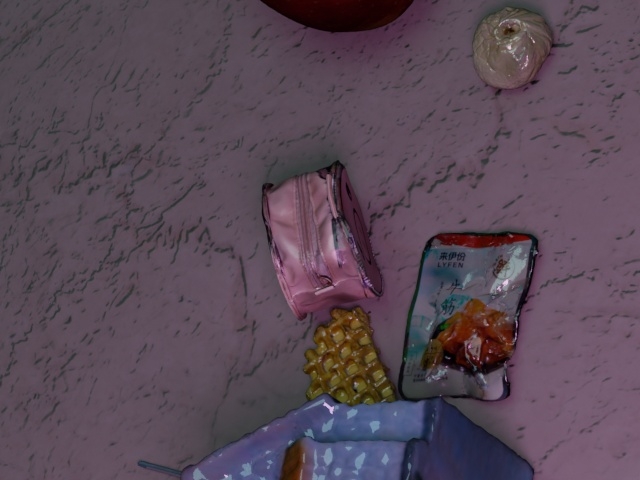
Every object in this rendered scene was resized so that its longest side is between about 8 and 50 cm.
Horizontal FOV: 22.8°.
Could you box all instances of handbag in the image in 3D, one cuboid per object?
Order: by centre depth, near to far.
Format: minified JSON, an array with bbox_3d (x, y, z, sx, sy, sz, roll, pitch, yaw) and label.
[{"bbox_3d":[0.002,0.000,2.056,0.116,0.179,0.205,-17,50,10],"label":"handbag"}]

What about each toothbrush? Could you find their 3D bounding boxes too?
[{"bbox_3d":[-0.172,0.310,2.104,0.167,0.011,0.014,9,68,29],"label":"toothbrush"}]

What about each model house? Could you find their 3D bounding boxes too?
[{"bbox_3d":[0.014,0.337,1.796,0.339,0.360,0.297,2,71,29],"label":"model house"}]

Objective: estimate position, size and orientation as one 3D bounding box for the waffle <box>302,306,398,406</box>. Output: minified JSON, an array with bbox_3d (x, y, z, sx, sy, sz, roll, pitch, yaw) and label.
[{"bbox_3d":[0.048,0.171,2.030,0.161,0.046,0.192,-4,63,32],"label":"waffle"}]

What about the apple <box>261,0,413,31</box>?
[{"bbox_3d":[0.008,-0.435,2.184,0.317,0.288,0.288,22,80,42],"label":"apple"}]

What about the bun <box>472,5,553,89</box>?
[{"bbox_3d":[0.248,-0.258,2.104,0.115,0.069,0.115,-11,64,24],"label":"bun"}]

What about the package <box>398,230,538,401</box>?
[{"bbox_3d":[0.181,0.095,2.002,0.166,0.040,0.232,3,71,33],"label":"package"}]
